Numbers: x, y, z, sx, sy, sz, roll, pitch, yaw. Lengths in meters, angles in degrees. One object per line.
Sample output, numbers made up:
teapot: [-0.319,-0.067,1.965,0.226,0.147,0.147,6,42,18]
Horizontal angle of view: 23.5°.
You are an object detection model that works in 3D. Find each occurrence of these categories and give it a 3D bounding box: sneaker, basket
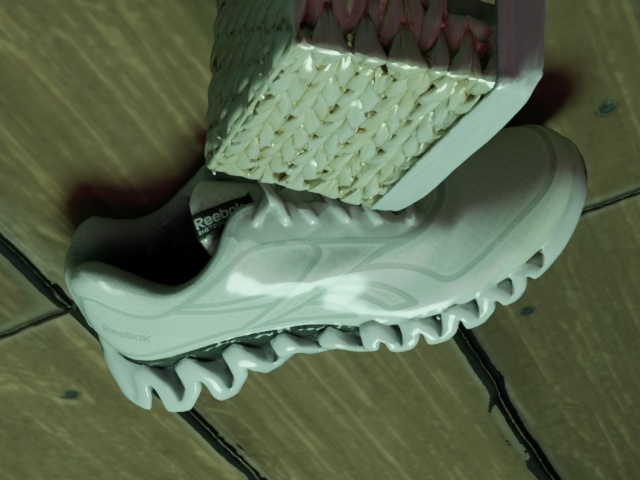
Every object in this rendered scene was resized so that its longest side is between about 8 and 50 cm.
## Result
sneaker: [0.000,0.000,0.829,0.292,0.110,0.118,-20,133,10]
basket: [0.018,-0.093,0.665,0.103,0.113,0.167,9,161,-16]
